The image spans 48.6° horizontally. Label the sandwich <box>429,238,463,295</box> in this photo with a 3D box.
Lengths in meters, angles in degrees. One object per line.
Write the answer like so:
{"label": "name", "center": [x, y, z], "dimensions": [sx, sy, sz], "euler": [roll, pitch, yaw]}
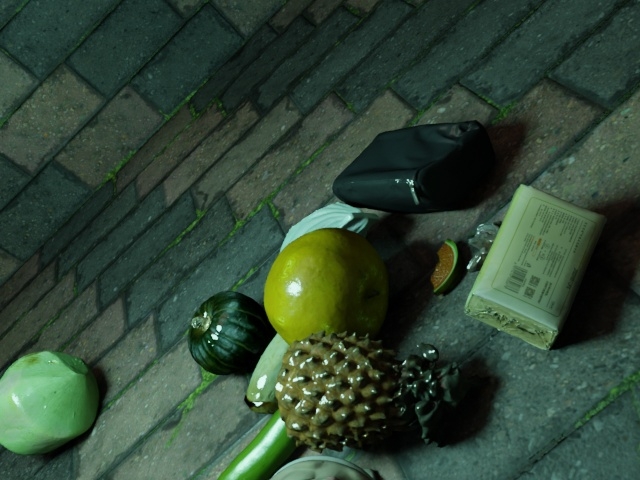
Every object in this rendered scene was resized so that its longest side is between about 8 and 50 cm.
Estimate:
{"label": "sandwich", "center": [0.264, 0.055, 1.465], "dimensions": [0.067, 0.029, 0.135], "euler": [-19, 43, 45]}

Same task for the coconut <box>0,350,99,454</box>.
{"label": "coconut", "center": [-0.791, 0.458, 2.050], "dimensions": [0.328, 0.281, 0.328], "euler": [-33, -3, -2]}

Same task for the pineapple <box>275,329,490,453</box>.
{"label": "pineapple", "center": [0.115, 0.273, 1.258], "dimensions": [0.357, 0.223, 0.223], "euler": [-1, 50, 18]}

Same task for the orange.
{"label": "orange", "center": [0.012, 0.110, 1.476], "dimensions": [0.235, 0.279, 0.279], "euler": [0, 55, 33]}

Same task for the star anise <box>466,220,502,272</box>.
{"label": "star anise", "center": [0.371, 0.011, 1.356], "dimensions": [0.195, 0.065, 0.182], "euler": [-36, 39, 3]}

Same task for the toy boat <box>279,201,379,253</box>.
{"label": "toy boat", "center": [0.000, 0.000, 1.648], "dimensions": [0.290, 0.199, 0.100], "euler": [-36, 71, 33]}

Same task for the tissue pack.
{"label": "tissue pack", "center": [0.366, 0.046, 1.219], "dimensions": [0.159, 0.125, 0.234], "euler": [23, 69, 14]}

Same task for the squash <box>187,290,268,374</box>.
{"label": "squash", "center": [-0.227, 0.223, 1.726], "dimensions": [0.218, 0.172, 0.218], "euler": [-36, 15, 11]}

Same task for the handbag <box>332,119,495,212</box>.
{"label": "handbag", "center": [0.209, -0.133, 1.594], "dimensions": [0.302, 0.178, 0.275], "euler": [1, 41, 48]}

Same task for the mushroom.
{"label": "mushroom", "center": [-0.069, 0.241, 1.610], "dimensions": [0.107, 0.087, 0.333], "euler": [3, 56, 52]}

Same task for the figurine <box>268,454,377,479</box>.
{"label": "figurine", "center": [0.055, 0.490, 1.119], "dimensions": [0.266, 0.361, 0.378], "euler": [-21, 8, 30]}

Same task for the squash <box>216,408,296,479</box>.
{"label": "squash", "center": [-0.108, 0.432, 1.455], "dimensions": [0.292, 0.082, 0.082], "euler": [-49, 33, 2]}
